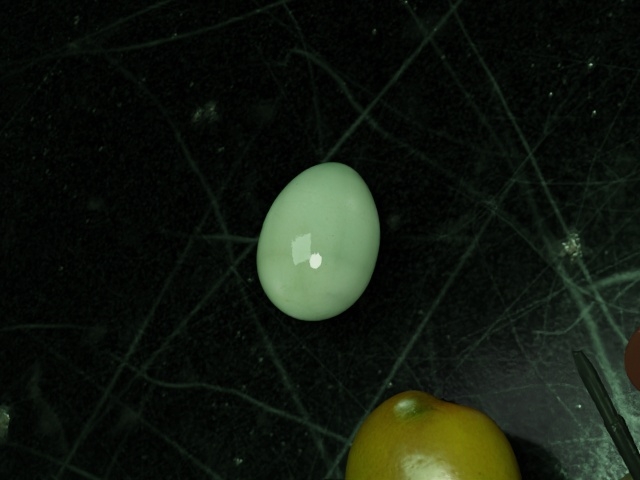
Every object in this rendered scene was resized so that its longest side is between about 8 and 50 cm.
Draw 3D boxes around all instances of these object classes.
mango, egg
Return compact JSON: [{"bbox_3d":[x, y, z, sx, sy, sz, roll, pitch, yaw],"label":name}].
[{"bbox_3d":[0.131,0.325,1.900,0.211,0.173,0.317,-14,71,28],"label":"mango"},{"bbox_3d":[0.000,0.000,2.121,0.151,0.151,0.209,3,65,33],"label":"egg"}]

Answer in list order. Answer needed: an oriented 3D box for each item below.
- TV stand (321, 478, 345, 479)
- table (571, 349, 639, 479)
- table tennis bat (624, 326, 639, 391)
[{"bbox_3d":[0.015,0.414,2.013,0.049,0.040,0.256,-4,69,31],"label":"TV stand"},{"bbox_3d":[0.304,0.300,1.677,0.317,0.249,0.317,-19,41,17],"label":"table"},{"bbox_3d":[0.402,0.150,1.891,0.098,0.019,0.155,-40,53,12],"label":"table tennis bat"}]
